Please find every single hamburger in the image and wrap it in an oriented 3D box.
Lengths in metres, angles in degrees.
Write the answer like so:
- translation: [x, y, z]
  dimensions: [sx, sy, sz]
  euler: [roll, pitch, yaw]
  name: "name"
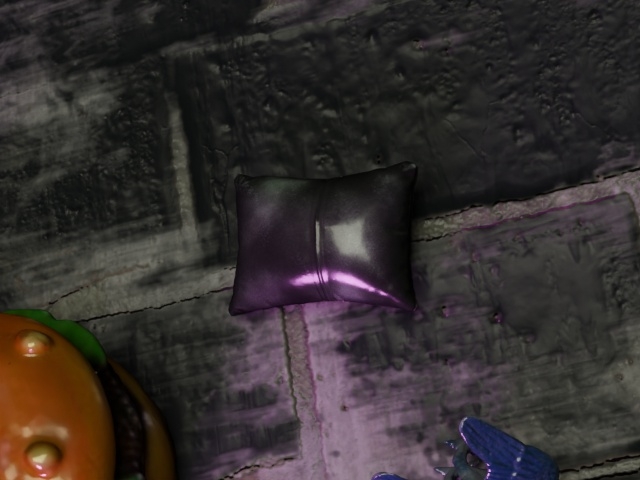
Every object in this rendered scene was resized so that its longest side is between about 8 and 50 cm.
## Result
- translation: [-0.382, 0.290, 1.629]
  dimensions: [0.395, 0.277, 0.396]
  euler: [-6, 70, 18]
  name: "hamburger"

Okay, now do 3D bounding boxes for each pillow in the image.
- translation: [0.000, 0.000, 1.686]
  dimensions: [0.249, 0.106, 0.186]
  euler: [-4, 79, 20]
  name: "pillow"

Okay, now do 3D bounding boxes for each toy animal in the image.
- translation: [0.188, 0.288, 1.503]
  dimensions: [0.255, 0.239, 0.176]
  euler: [0, 33, -22]
  name: "toy animal"
